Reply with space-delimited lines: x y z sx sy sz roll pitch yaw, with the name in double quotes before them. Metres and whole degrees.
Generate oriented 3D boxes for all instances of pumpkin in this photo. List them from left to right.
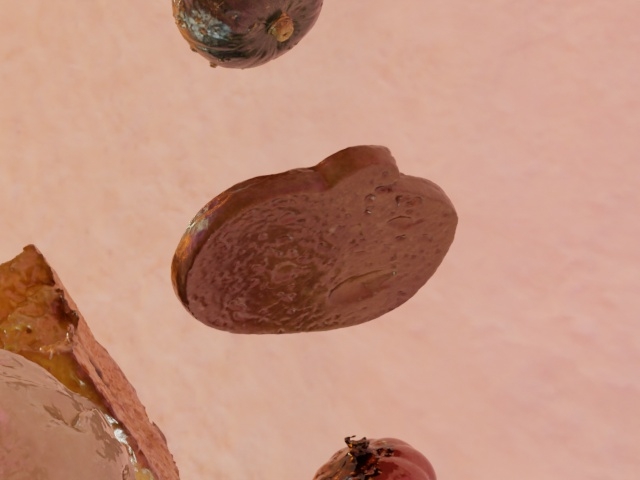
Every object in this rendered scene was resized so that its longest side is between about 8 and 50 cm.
"pumpkin" -0.083 -0.288 1.344 0.190 0.190 0.146 -42 54 37

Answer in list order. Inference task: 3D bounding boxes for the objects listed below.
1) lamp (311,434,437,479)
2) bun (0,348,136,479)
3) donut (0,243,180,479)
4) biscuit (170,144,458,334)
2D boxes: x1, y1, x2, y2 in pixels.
"lamp" 0.062 0.328 1.493 0.182 0.182 0.140 -1 123 49
"bun" -0.262 0.260 0.992 0.365 0.219 0.365 27 131 37
"donut" -0.313 0.228 1.423 0.377 0.163 0.435 60 172 -20
"biscuit" -0.001 -0.001 1.427 0.063 0.368 0.314 64 142 39
